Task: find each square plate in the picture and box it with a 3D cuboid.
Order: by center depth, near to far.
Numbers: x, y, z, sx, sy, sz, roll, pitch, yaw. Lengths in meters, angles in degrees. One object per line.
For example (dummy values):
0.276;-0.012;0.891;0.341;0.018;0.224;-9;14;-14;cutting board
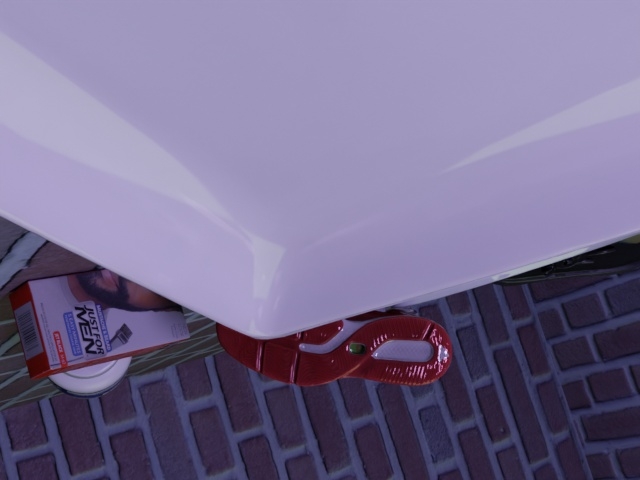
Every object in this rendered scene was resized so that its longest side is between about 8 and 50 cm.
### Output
0.018;-0.079;0.299;0.344;0.049;0.347;-19;147;28;square plate

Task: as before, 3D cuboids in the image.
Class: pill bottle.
-0.279;0.128;1.174;0.112;0.112;0.187;-15;171;-15;pill bottle

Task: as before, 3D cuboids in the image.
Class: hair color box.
-0.227;0.079;1.029;0.167;0.093;0.053;-10;169;-44;hair color box

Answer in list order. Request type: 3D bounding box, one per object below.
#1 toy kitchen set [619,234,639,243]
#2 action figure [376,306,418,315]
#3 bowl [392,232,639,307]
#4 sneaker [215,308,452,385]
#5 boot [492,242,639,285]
0.268;-0.055;1.202;0.207;0.122;0.166;8;163;-20;toy kitchen set
0.083;0.061;1.382;0.276;0.141;0.164;-20;160;29;action figure
0.185;-0.042;0.931;0.298;0.134;0.298;-18;172;-3;bowl
0.015;0.099;0.958;0.221;0.087;0.128;12;177;8;sneaker
0.443;-0.047;1.461;0.367;0.146;0.445;-18;167;-6;boot
